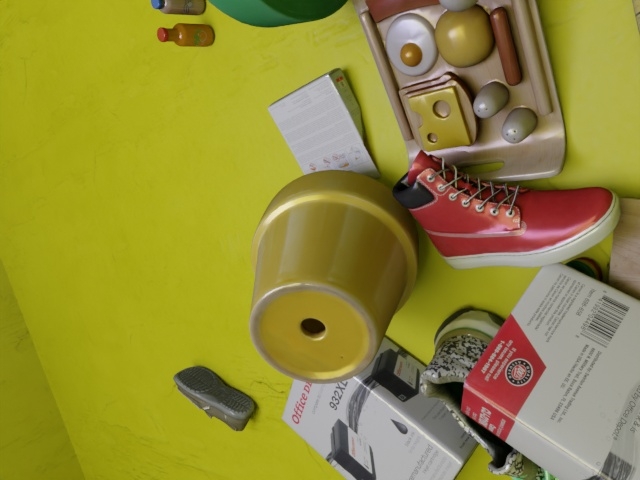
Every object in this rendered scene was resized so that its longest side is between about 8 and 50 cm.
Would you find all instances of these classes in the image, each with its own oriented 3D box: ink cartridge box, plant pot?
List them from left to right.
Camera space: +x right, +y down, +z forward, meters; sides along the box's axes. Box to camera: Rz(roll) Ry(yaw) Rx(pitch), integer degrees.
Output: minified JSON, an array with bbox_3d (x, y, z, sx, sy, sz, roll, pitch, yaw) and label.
[{"bbox_3d":[0.011,0.058,0.713,0.254,0.239,0.253,5,120,8],"label":"plant pot"},{"bbox_3d":[0.013,-0.172,0.831,0.145,0.045,0.179,-14,116,42],"label":"ink cartridge box"},{"bbox_3d":[0.099,0.307,0.872,0.307,0.129,0.223,34,127,26],"label":"ink cartridge box"},{"bbox_3d":[0.325,0.176,0.549,0.273,0.197,0.114,31,158,29],"label":"ink cartridge box"}]

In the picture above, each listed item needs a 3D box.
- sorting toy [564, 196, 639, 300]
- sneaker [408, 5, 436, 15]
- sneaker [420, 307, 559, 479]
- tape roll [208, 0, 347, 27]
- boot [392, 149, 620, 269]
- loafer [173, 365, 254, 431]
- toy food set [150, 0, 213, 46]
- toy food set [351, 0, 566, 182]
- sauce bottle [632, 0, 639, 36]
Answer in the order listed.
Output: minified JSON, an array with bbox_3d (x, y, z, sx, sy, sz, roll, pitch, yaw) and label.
[{"bbox_3d":[0.401,0.023,0.541,0.275,0.046,0.132,17,117,52],"label":"sorting toy"},{"bbox_3d":[0.175,-0.355,0.588,0.094,0.080,0.212,32,135,22],"label":"sneaker"},{"bbox_3d":[0.285,0.282,0.665,0.410,0.182,0.158,41,129,22],"label":"sneaker"},{"bbox_3d":[-0.056,-0.422,0.584,0.077,0.321,0.321,10,113,37],"label":"tape roll"},{"bbox_3d":[0.206,-0.053,0.610,0.176,0.088,0.244,47,146,-21],"label":"boot"},{"bbox_3d":[-0.273,0.398,1.253,0.251,0.094,0.087,21,116,33],"label":"loafer"},{"bbox_3d":[-0.222,-0.456,0.862,0.111,0.105,0.232,48,131,16],"label":"toy food set"},{"bbox_3d":[0.147,-0.204,0.611,0.220,0.092,0.306,-2,123,42],"label":"toy food set"},{"bbox_3d":[0.325,-0.303,0.448,0.111,0.111,0.344,-9,101,42],"label":"sauce bottle"}]
